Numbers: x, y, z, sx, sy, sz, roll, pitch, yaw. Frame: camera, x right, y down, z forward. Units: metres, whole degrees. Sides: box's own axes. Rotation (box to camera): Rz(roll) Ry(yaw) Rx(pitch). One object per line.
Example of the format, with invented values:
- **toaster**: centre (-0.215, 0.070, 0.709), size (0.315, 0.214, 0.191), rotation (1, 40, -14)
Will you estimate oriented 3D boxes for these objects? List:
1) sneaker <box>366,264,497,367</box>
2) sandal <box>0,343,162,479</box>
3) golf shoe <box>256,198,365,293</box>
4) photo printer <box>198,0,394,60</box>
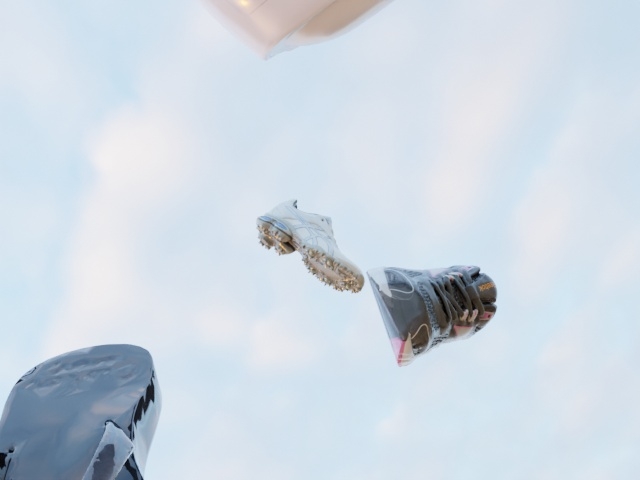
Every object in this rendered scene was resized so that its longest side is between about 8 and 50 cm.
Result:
- **sneaker**: centre (0.084, 0.041, 0.982), size (0.077, 0.072, 0.178), rotation (-21, -3, 10)
- **sandal**: centre (-0.112, 0.103, 0.592), size (0.097, 0.254, 0.054), rotation (-14, -66, -5)
- **golf shoe**: centre (0.000, 0.000, 1.888), size (0.086, 0.176, 0.069), rotation (-45, -22, -28)
- **photo printer**: centre (0.008, -0.259, 0.739), size (0.307, 0.256, 0.107), rotation (-32, 0, 35)
